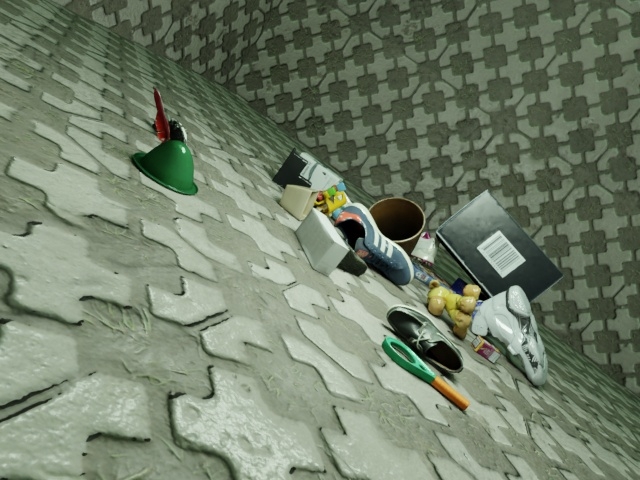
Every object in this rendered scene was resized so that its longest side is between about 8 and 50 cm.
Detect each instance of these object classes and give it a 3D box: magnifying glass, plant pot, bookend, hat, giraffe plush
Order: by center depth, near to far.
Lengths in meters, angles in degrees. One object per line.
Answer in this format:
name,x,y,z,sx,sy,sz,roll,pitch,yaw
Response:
magnifying glass,0.238,0.300,1.126,0.231,0.026,0.092,39,13,12
hat,-0.332,-0.230,1.191,0.173,0.183,0.208,36,13,0
giraffe plush,0.448,0.215,1.716,0.171,0.181,0.210,18,18,19
plant pot,-0.080,-0.142,1.725,0.096,0.108,0.109,25,11,9
plant pot,0.284,-0.009,1.904,0.215,0.215,0.230,44,-22,32
bookend,-0.088,-0.269,2.018,0.156,0.157,0.072,33,14,-10

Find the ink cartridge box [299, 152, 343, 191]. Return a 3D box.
ink cartridge box,-0.033,-0.265,2.159,0.208,0.153,0.087,36,14,7

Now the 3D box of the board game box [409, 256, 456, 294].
board game box,0.469,0.156,2.189,0.243,0.042,0.165,30,14,-23

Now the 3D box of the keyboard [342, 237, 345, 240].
keyboard,0.165,0.051,1.832,0.180,0.023,0.108,30,14,-22

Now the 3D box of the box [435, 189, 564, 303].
box,0.788,0.064,2.270,0.479,0.297,0.472,52,7,10

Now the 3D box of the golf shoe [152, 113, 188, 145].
golf shoe,-0.438,-0.331,1.522,0.094,0.077,0.198,22,20,-48

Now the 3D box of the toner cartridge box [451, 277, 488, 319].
toner cartridge box,0.725,0.302,2.254,0.165,0.075,0.348,34,13,-14

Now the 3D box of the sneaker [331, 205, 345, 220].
sneaker,0.094,-0.131,2.155,0.092,0.087,0.228,33,11,-6

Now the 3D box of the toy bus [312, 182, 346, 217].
toy bus,0.011,-0.140,1.916,0.191,0.202,0.104,-101,166,-81

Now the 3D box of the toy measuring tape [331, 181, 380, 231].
toy measuring tape,0.161,-0.093,1.998,0.330,0.121,0.121,55,8,-16

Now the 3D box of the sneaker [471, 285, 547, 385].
sneaker,0.699,0.367,1.848,0.137,0.210,0.365,19,55,-51

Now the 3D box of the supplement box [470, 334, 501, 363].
supplement box,0.556,0.366,1.664,0.083,0.043,0.055,35,11,-6

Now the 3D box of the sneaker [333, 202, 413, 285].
sneaker,0.174,0.038,1.715,0.350,0.131,0.148,48,41,3

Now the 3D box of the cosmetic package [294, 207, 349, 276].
cosmetic package,0.000,0.000,1.418,0.061,0.098,0.239,29,15,-26

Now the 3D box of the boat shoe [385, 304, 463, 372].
boat shoe,0.266,0.247,1.253,0.233,0.084,0.079,39,13,3

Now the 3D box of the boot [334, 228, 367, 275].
boot,0.047,0.010,1.555,0.190,0.076,0.208,43,11,-45

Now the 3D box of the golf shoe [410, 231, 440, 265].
golf shoe,0.442,0.015,2.330,0.115,0.140,0.306,28,1,-39
